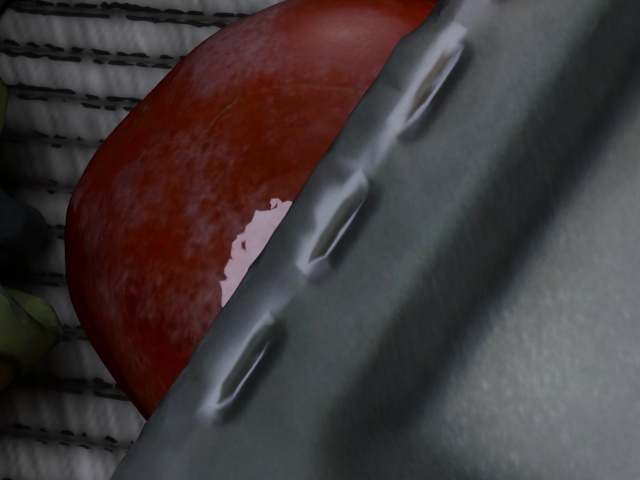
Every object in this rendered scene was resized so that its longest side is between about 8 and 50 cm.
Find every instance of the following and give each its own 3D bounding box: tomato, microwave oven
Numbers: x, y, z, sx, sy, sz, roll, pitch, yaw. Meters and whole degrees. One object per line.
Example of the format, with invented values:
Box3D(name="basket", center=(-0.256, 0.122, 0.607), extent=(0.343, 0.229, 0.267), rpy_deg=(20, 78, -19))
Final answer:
Box3D(name="tomato", center=(0.000, 0.000, 0.649), extent=(0.151, 0.187, 0.187), rpy_deg=(35, 83, -14))
Box3D(name="microwave oven", center=(0.224, 0.103, 0.444), extent=(0.432, 0.374, 0.236), rpy_deg=(33, 91, 27))

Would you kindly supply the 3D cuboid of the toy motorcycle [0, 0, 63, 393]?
Box3D(name="toy motorcycle", center=(-0.175, -0.091, 0.735), extent=(0.237, 0.169, 0.410), rpy_deg=(11, 75, 18))
